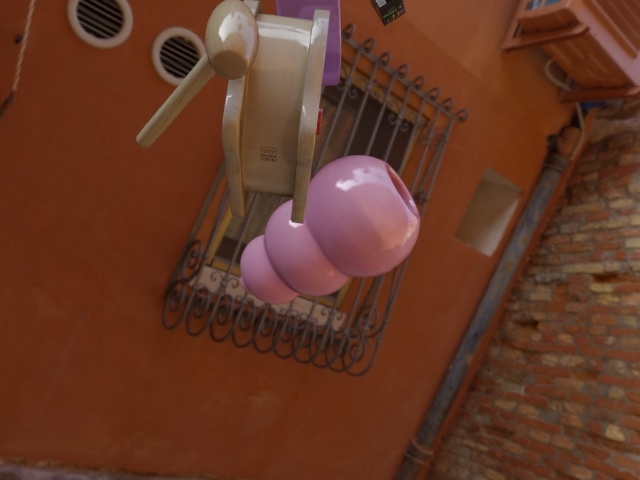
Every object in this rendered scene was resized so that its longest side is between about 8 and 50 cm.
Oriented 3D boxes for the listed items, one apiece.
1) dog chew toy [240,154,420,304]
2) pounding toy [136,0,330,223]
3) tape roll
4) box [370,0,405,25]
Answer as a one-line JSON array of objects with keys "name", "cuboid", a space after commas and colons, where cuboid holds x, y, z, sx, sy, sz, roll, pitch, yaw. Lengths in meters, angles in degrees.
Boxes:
[{"name": "dog chew toy", "cuboid": [0.000, 0.000, 0.890, 0.206, 0.332, 0.206, 48, 22, -27]}, {"name": "pounding toy", "cuboid": [-0.074, -0.133, 0.484, 0.155, 0.154, 0.269, 7, -26, -3]}, {"name": "tape roll", "cuboid": [-0.026, -0.383, 0.814, 0.090, 0.274, 0.275, -6, 0, -2]}, {"name": "box", "cuboid": [0.127, -0.469, 1.002, 0.062, 0.052, 0.083, 62, 13, 6]}]
